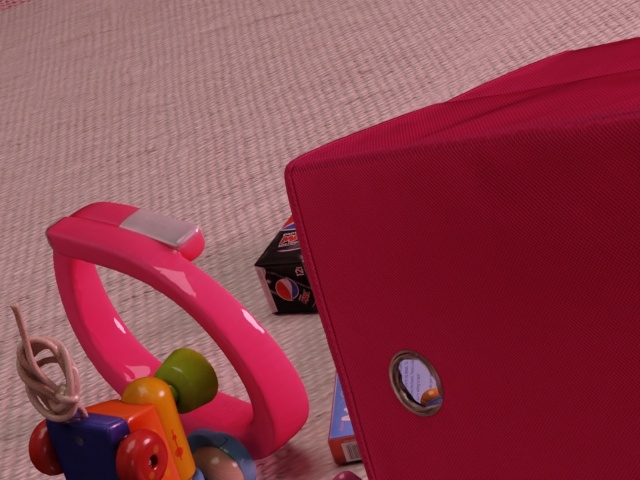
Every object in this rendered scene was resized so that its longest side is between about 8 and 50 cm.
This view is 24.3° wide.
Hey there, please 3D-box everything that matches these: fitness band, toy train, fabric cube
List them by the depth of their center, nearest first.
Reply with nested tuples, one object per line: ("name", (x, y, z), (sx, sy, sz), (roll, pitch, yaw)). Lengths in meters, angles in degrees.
("fabric cube", (0.182, 0.029, 0.778), (0.259, 0.254, 0.258), (-24, 12, -37))
("toy train", (-0.128, 0.120, 1.061), (0.105, 0.248, 0.143), (2, 28, 36))
("fitness band", (-0.123, 0.073, 1.186), (0.054, 0.209, 0.291), (-37, 31, -28))

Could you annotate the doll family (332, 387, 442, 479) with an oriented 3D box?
("doll family", (0.122, 0.139, 1.005), (0.263, 0.118, 0.163), (-24, 27, -12))

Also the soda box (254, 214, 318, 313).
("soda box", (0.000, 0.000, 1.419), (0.053, 0.060, 0.169), (-4, 29, 28))

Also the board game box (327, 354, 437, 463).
("board game box", (0.086, 0.082, 1.244), (0.145, 0.027, 0.281), (-11, 27, 10))
